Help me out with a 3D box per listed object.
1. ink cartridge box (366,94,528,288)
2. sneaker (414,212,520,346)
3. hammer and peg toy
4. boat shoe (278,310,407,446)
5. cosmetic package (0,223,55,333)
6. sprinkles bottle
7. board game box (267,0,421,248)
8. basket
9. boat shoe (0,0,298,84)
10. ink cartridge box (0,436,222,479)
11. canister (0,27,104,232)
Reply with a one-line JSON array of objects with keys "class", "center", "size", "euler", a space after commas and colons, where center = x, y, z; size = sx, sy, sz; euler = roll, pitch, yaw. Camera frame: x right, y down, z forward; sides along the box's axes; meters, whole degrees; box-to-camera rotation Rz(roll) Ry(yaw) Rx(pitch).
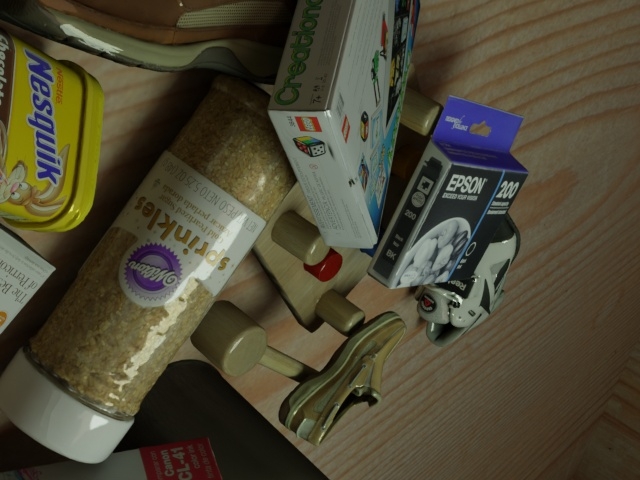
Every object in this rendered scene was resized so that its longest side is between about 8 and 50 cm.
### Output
[{"class": "ink cartridge box", "center": [0.157, -0.048, 0.996], "size": [0.206, 0.045, 0.208], "euler": [-2, 120, -56]}, {"class": "sneaker", "center": [0.206, 0.051, 1.333], "size": [0.146, 0.122, 0.330], "euler": [-44, 147, -24]}, {"class": "hammer and peg toy", "center": [0.000, 0.000, 0.989], "size": [0.361, 0.127, 0.266], "euler": [-49, 151, -12]}, {"class": "boat shoe", "center": [0.042, 0.158, 1.005], "size": [0.190, 0.072, 0.068], "euler": [-42, 149, -24]}, {"class": "cosmetic package", "center": [-0.297, -0.003, 0.627], "size": [0.099, 0.060, 0.239], "euler": [-50, 149, -8]}, {"class": "sprinkles bottle", "center": [-0.144, 0.023, 0.811], "size": [0.355, 0.121, 0.121], "euler": [-55, 150, -3]}, {"class": "board game box", "center": [0.033, -0.172, 0.801], "size": [0.193, 0.053, 0.305], "euler": [67, 30, -55]}, {"class": "basket", "center": [-0.095, 0.265, 1.005], "size": [0.154, 0.227, 0.204], "euler": [-49, 150, -12]}, {"class": "boat shoe", "center": [-0.114, -0.192, 0.668], "size": [0.324, 0.123, 0.119], "euler": [-11, 120, -61]}, {"class": "ink cartridge box", "center": [-0.240, 0.322, 0.828], "size": [0.306, 0.131, 0.226], "euler": [-4, 126, -18]}, {"class": "canister", "center": [-0.223, -0.081, 0.590], "size": [0.170, 0.073, 0.126], "euler": [26, 66, -67]}]
